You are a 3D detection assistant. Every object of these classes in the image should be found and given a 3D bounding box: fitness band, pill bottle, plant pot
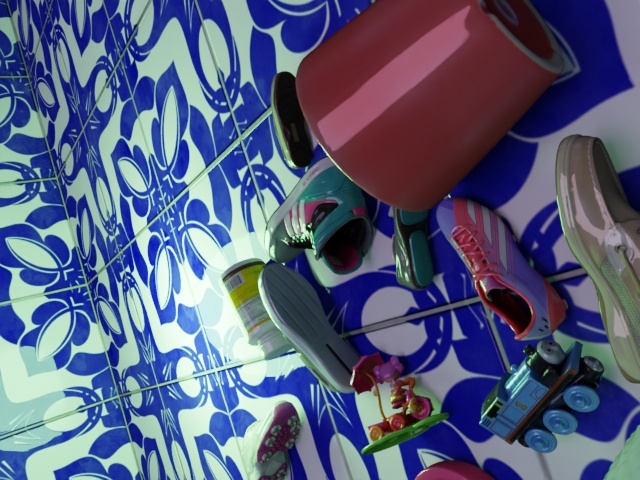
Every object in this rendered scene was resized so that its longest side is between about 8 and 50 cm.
[{"bbox_3d":[0.249,0.512,0.969,0.209,0.054,0.290,-8,96,52],"label":"fitness band"},{"bbox_3d":[-0.136,0.154,1.295,0.215,0.117,0.117,60,139,20],"label":"pill bottle"},{"bbox_3d":[0.146,-0.211,0.735,0.243,0.275,0.275,-38,70,40],"label":"plant pot"}]

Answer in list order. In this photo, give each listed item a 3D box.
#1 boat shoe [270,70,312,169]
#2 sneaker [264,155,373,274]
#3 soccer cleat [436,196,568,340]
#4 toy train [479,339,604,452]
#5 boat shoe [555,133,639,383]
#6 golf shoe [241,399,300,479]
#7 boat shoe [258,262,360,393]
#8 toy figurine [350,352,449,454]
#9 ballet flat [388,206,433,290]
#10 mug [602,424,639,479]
[{"bbox_3d":[-0.069,-0.235,1.143,0.072,0.068,0.190,7,106,63],"label":"boat shoe"},{"bbox_3d":[0.000,0.000,1.084,0.295,0.124,0.178,-53,50,43],"label":"sneaker"},{"bbox_3d":[0.237,0.032,0.808,0.248,0.095,0.083,55,137,26],"label":"soccer cleat"},{"bbox_3d":[0.297,0.208,0.777,0.105,0.080,0.184,30,127,11],"label":"toy train"},{"bbox_3d":[0.356,0.015,0.650,0.098,0.109,0.302,-18,92,47],"label":"boat shoe"},{"bbox_3d":[-0.137,0.482,1.403,0.140,0.115,0.306,46,132,38],"label":"golf shoe"},{"bbox_3d":[-0.032,0.185,1.156,0.302,0.109,0.094,54,144,8],"label":"boat shoe"},{"bbox_3d":[0.122,0.272,1.028,0.173,0.130,0.159,-37,60,27],"label":"toy figurine"},{"bbox_3d":[0.139,-0.024,0.936,0.068,0.072,0.213,8,107,55],"label":"ballet flat"},{"bbox_3d":[0.406,0.333,0.508,0.374,0.328,0.276,46,146,-12],"label":"mug"}]
